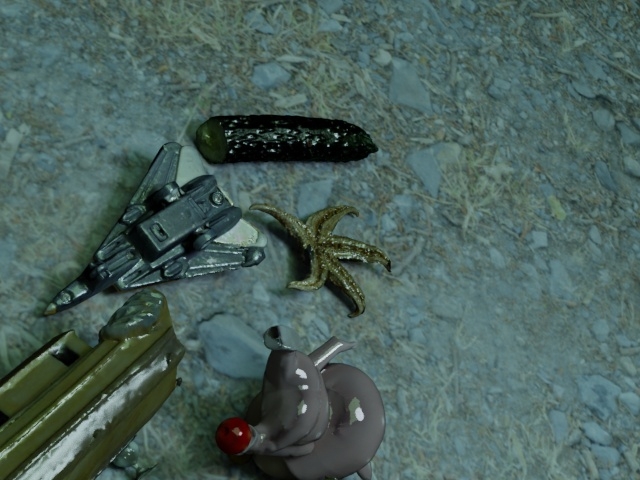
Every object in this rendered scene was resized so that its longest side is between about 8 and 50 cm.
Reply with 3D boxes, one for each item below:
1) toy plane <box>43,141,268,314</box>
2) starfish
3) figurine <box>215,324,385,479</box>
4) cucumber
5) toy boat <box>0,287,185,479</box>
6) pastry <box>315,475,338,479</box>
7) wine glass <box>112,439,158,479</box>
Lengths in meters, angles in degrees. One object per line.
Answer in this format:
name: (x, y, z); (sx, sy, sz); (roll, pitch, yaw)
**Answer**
toy plane: (-0.224, 0.006, 1.990); (0.204, 0.103, 0.316); (51, 46, 6)
starfish: (-0.004, 0.005, 2.177); (0.238, 0.057, 0.213); (31, 39, -18)
figurine: (-0.035, 0.207, 1.919); (0.287, 0.186, 0.176); (33, 43, -63)
cucumber: (-0.038, -0.144, 2.251); (0.300, 0.072, 0.072); (-3, 61, -37)
toy boat: (-0.320, 0.208, 1.752); (0.162, 0.136, 0.445); (30, 50, 19)
pastry: (-0.002, 0.362, 1.889); (0.153, 0.081, 0.153); (-2, 94, -23)
wine glass: (-0.233, 0.247, 1.860); (0.042, 0.039, 0.083); (-41, 82, -4)
